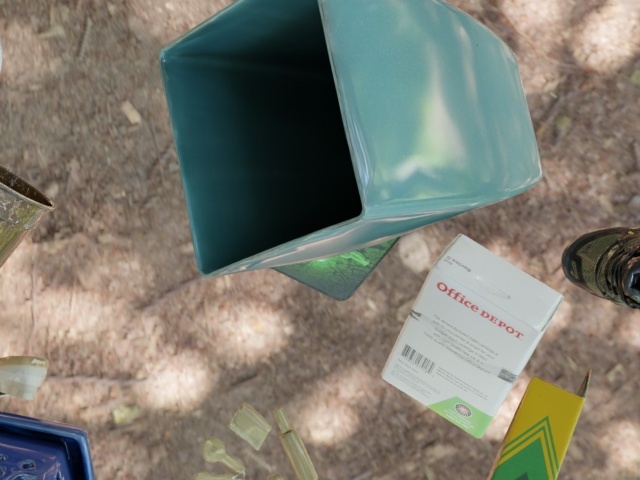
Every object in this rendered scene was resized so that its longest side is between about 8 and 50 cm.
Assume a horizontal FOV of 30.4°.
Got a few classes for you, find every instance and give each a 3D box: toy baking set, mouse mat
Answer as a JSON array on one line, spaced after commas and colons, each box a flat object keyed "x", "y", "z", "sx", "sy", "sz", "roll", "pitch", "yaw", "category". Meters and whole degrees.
[{"x": -0.086, "y": 0.371, "z": 1.742, "sx": 0.196, "sy": 0.030, "sz": 0.256, "roll": -26, "pitch": 87, "yaw": -35, "category": "toy baking set"}, {"x": 0.000, "y": 0.000, "z": 1.629, "sx": 0.189, "sy": 0.007, "sz": 0.153, "roll": 26, "pitch": 119, "yaw": -22, "category": "mouse mat"}]

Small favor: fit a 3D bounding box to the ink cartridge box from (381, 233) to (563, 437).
[{"x": 0.241, "y": 0.156, "z": 1.903, "sx": 0.198, "sy": 0.115, "sz": 0.273, "roll": 32, "pitch": 132, "yaw": 12, "category": "ink cartridge box"}]

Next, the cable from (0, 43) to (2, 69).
[{"x": -0.427, "y": -0.143, "z": 1.159, "sx": 0.089, "sy": 0.257, "sz": 0.257, "roll": 44, "pitch": 87, "yaw": 12, "category": "cable"}]

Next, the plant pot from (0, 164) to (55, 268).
[{"x": -0.482, "y": -0.023, "z": 1.627, "sx": 0.167, "sy": 0.167, "sz": 0.165, "roll": 33, "pitch": 92, "yaw": -28, "category": "plant pot"}]

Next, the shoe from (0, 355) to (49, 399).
[{"x": -0.451, "y": 0.193, "z": 1.644, "sx": 0.076, "sy": 0.219, "sz": 0.058, "roll": 9, "pitch": 79, "yaw": -39, "category": "shoe"}]

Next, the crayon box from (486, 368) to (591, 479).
[{"x": 0.264, "y": 0.329, "z": 1.581, "sx": 0.081, "sy": 0.318, "sz": 0.202, "roll": 23, "pitch": 139, "yaw": 11, "category": "crayon box"}]

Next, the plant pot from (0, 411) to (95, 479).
[{"x": -0.397, "y": 0.339, "z": 1.433, "sx": 0.236, "sy": 0.212, "sz": 0.236, "roll": 8, "pitch": 123, "yaw": 15, "category": "plant pot"}]

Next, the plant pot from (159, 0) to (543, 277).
[{"x": 0.040, "y": -0.079, "z": 0.833, "sx": 0.234, "sy": 0.165, "sz": 0.166, "roll": -4, "pitch": 78, "yaw": -43, "category": "plant pot"}]

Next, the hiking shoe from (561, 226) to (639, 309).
[{"x": 0.318, "y": 0.027, "z": 1.152, "sx": 0.114, "sy": 0.227, "sz": 0.086, "roll": 14, "pitch": 89, "yaw": -43, "category": "hiking shoe"}]
